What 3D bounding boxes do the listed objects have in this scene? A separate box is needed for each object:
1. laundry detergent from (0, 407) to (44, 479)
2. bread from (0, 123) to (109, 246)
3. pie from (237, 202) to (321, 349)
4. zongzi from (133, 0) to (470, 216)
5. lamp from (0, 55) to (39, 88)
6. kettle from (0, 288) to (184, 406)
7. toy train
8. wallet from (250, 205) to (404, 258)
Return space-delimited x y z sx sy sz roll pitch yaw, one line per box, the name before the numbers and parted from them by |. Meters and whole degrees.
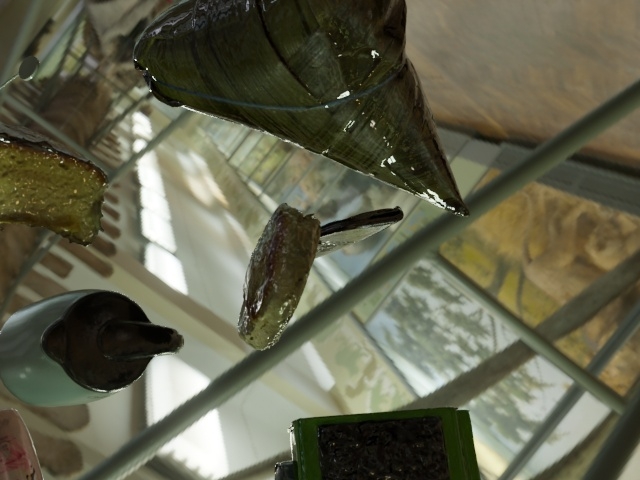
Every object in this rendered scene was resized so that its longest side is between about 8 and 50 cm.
laundry detergent | -0.504 0.442 1.236 0.159 0.088 0.335 -12 -102 -36
bread | -0.380 -0.067 1.007 0.169 0.140 0.160 22 -168 27
pie | -0.060 0.049 1.073 0.084 0.179 0.205 22 148 -5
zongzi | -0.014 -0.124 0.776 0.286 0.138 0.300 -10 122 43
lamp | -0.616 -0.299 1.556 0.056 0.198 0.050 31 -139 -53
kettle | -0.316 0.149 1.116 0.221 0.161 0.236 7 164 -36
toy train | 0.089 0.331 1.151 0.307 0.174 0.249 -2 157 -8
wallet | 0.000 0.000 1.264 0.137 0.255 0.031 -5 -103 -44
